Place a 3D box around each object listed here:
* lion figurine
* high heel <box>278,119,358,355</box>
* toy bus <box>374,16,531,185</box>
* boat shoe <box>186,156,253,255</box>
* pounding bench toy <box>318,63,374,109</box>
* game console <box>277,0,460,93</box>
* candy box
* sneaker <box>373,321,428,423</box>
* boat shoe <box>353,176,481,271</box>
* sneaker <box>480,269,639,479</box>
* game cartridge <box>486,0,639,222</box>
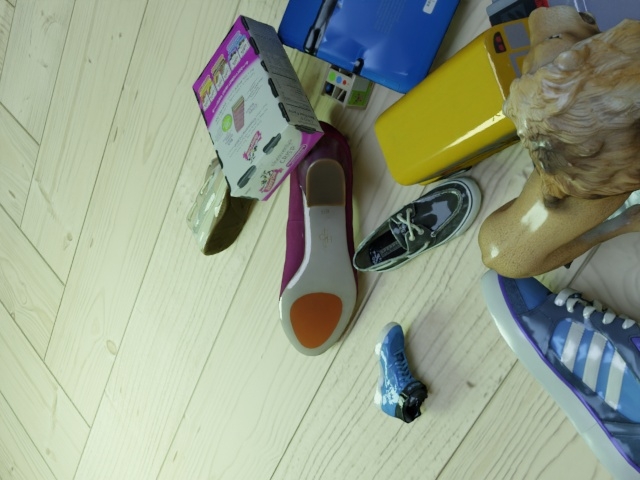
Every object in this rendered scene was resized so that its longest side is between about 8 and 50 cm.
[{"bbox_3d":[0.235,-0.048,0.675,0.142,0.240,0.392,51,152,29],"label":"lion figurine"},{"bbox_3d":[0.000,0.000,1.163,0.181,0.127,0.377,-94,12,-61],"label":"high heel"},{"bbox_3d":[0.170,-0.147,0.865,0.108,0.130,0.333,69,158,2],"label":"toy bus"},{"bbox_3d":[-0.160,-0.107,1.253,0.098,0.109,0.302,50,130,23],"label":"boat shoe"},{"bbox_3d":[0.043,-0.251,1.090,0.065,0.052,0.083,35,117,33],"label":"pounding bench toy"},{"bbox_3d":[0.084,-0.386,1.028,0.250,0.173,0.293,24,103,3],"label":"game console"},{"bbox_3d":[-0.101,-0.199,1.079,0.159,0.071,0.233,-45,53,35],"label":"candy box"},{"bbox_3d":[0.126,0.201,1.071,0.085,0.058,0.152,21,113,44],"label":"sneaker"},{"bbox_3d":[0.135,-0.014,1.029,0.219,0.070,0.077,-41,69,36],"label":"boat shoe"},{"bbox_3d":[0.364,0.102,0.821,0.236,0.130,0.322,-45,63,26],"label":"sneaker"},{"bbox_3d":[0.304,-0.185,0.787,0.230,0.068,0.354,-12,97,60],"label":"game cartridge"}]
